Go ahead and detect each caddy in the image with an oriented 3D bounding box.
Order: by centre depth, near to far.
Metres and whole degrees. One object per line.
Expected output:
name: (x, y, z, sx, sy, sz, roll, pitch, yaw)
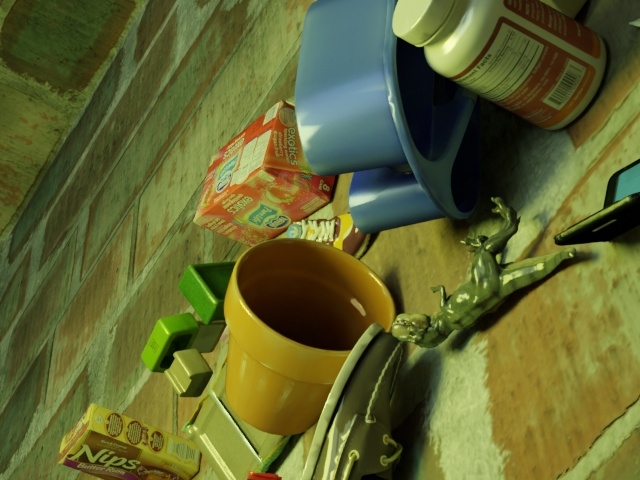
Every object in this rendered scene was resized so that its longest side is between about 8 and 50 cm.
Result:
caddy: (0.103, -0.170, 1.603, 0.179, 0.241, 0.341, -16, 46, 25)

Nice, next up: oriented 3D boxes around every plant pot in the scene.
plant pot: (-0.032, 0.133, 1.700, 0.205, 0.205, 0.188, -94, 21, -51)

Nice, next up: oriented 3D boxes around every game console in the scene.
game console: (0.285, -0.049, 1.296, 0.122, 0.107, 0.071, -36, 64, 53)

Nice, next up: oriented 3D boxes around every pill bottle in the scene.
pill bottle: (0.191, -0.215, 1.485, 0.121, 0.216, 0.121, -49, 26, 35)

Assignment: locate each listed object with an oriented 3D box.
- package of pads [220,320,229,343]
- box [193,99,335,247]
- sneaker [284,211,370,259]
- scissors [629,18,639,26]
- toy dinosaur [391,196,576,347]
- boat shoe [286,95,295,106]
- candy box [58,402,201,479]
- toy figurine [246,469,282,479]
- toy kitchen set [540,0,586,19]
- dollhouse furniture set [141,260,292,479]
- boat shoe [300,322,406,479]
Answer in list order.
package of pads: (-0.128, 0.117, 2.137, 0.083, 0.032, 0.050, -51, 27, 33)
box: (-0.082, -0.097, 2.129, 0.257, 0.122, 0.128, -31, 39, 56)
sneaker: (0.000, 0.000, 1.888, 0.185, 0.084, 0.070, -37, 35, 51)
scissors: (0.372, -0.198, 1.310, 0.297, 0.021, 0.109, -8, 62, 64)
toy dinosaur: (0.182, 0.029, 1.474, 0.268, 0.064, 0.118, -36, 38, 43)
boat shoe: (-0.021, -0.208, 2.223, 0.046, 0.038, 0.125, -27, 21, -17)
candy box: (-0.287, 0.322, 2.078, 0.109, 0.186, 0.053, -47, 29, 39)
toy figurine: (-0.181, 0.435, 1.592, 0.191, 0.217, 0.363, 101, 180, -64)
toy kitchen set: (0.264, -0.350, 1.650, 0.207, 0.122, 0.166, -52, 15, -23)
dollhouse furniture set: (-0.094, 0.196, 1.926, 0.301, 0.151, 0.198, 51, 125, 35)
boat shoe: (0.035, 0.253, 1.524, 0.324, 0.096, 0.116, -67, -19, -12)
